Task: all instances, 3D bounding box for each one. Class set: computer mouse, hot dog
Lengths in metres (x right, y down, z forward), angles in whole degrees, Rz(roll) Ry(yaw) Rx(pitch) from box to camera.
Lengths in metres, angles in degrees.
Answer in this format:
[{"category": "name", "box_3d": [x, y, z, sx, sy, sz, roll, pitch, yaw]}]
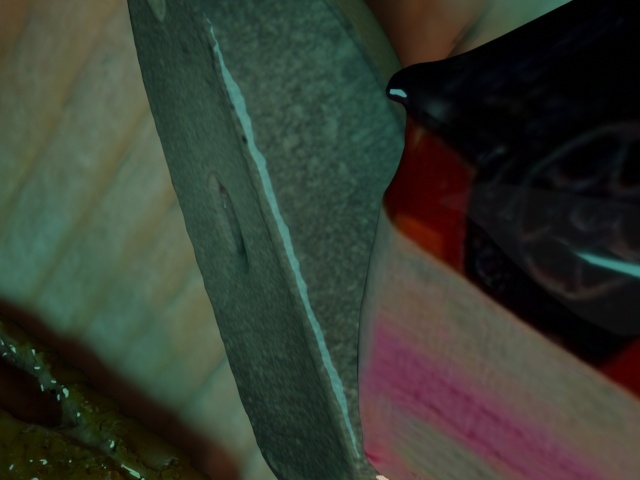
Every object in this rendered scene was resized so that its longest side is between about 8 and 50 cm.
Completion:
[{"category": "computer mouse", "box_3d": [0.005, -0.003, 0.547, 0.113, 0.068, 0.229, 175, 77, -71]}, {"category": "hot dog", "box_3d": [-0.154, 0.066, 0.721, 0.289, 0.068, 0.083, 25, 125, 34]}]

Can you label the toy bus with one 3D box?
[{"category": "toy bus", "box_3d": [0.149, 0.056, 0.398, 0.302, 0.127, 0.147, 38, 130, 27]}]
